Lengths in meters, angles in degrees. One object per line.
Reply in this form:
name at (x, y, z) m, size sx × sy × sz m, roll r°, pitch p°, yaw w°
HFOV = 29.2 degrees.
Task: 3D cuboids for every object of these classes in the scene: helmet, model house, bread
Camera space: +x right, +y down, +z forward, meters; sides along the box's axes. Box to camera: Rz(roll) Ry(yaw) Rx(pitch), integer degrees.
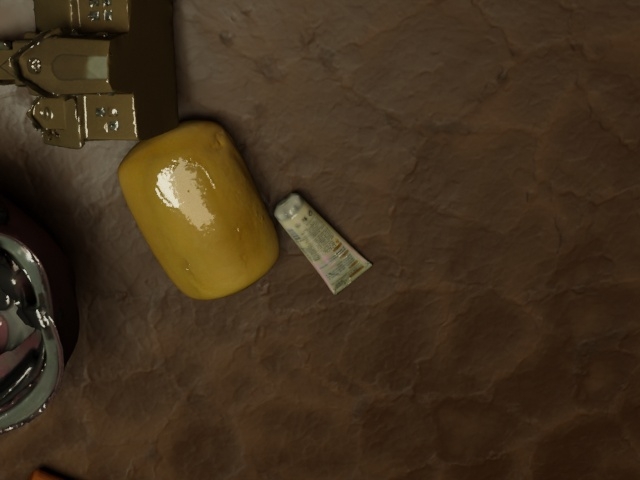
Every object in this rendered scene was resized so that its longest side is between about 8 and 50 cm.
helmet at (-0.414, 0.048, 1.378) m, size 0.271 × 0.197 × 0.338 m, roll -42°, pitch 101°, yaw 18°
model house at (-0.301, -0.190, 1.332) m, size 0.248 × 0.176 × 0.181 m, roll 0°, pitch 100°, yaw 19°
bread at (-0.139, -0.029, 1.423) m, size 0.147 × 0.098 × 0.217 m, roll -26°, pitch 108°, yaw 9°

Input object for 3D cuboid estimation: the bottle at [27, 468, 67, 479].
bottle at (-0.291, 0.355, 1.560) m, size 0.187 × 0.069 × 0.069 m, roll 26°, pitch 106°, yaw -11°

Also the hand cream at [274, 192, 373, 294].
hand cream at (0.000, 0.000, 1.477) m, size 0.061 × 0.039 × 0.143 m, roll -39°, pitch 116°, yaw 3°
